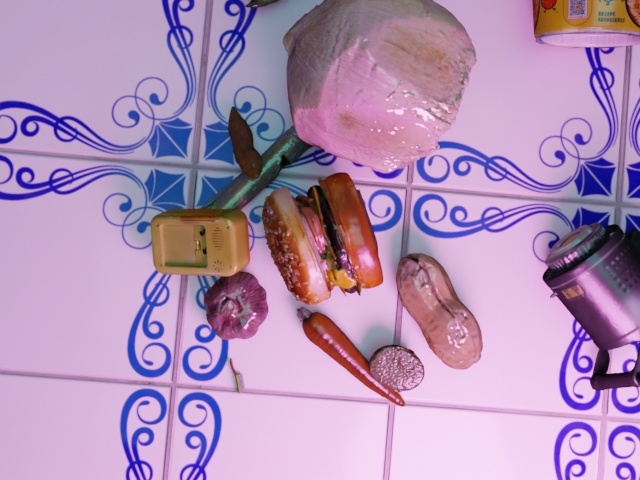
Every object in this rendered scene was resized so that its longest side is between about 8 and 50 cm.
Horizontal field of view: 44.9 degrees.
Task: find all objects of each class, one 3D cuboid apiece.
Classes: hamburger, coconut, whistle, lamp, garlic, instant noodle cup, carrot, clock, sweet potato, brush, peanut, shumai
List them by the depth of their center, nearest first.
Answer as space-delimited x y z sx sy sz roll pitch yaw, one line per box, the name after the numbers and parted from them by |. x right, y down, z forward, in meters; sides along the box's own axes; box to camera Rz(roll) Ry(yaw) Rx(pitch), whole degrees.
0.096 -0.354 1.627 0.404 0.404 0.404 0 88 -3 | coconut
0.000 0.000 1.667 0.225 0.291 0.291 -20 89 -1 | hamburger
-0.262 0.002 1.700 0.202 0.096 0.143 2 100 17 | clock
0.606 -0.567 1.709 0.325 0.325 0.254 2 98 -3 | instant noodle cup
0.624 0.104 1.718 0.272 0.205 0.374 32 70 -6 | lamp
-0.188 0.146 1.727 0.147 0.102 0.159 13 88 -4 | garlic
0.266 0.158 1.740 0.130 0.130 0.290 -33 88 -4 | peanut
-0.173 -0.215 1.742 0.051 0.065 0.218 1 51 -33 | sweet potato
0.174 0.279 1.749 0.124 0.087 0.099 28 99 4 | shumai
0.068 0.270 1.761 0.336 0.069 0.069 45 86 -6 | carrot
-0.189 0.305 1.762 0.021 0.019 0.083 -16 89 -13 | brush
-0.135 -0.153 1.765 0.326 0.057 0.068 -42 87 -3 | whistle

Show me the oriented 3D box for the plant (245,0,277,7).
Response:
-0.031 -0.617 1.740 0.333 0.180 0.251 16 98 -6 | plant
